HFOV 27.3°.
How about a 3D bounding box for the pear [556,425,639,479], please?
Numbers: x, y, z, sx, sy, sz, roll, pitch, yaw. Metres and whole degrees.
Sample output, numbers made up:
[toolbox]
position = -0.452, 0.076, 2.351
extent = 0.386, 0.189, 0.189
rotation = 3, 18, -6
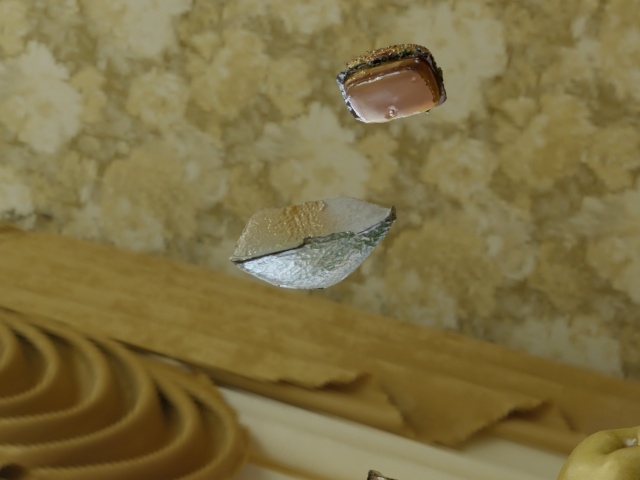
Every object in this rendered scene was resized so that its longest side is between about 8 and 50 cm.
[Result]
[pear]
position = 0.482, 0.417, 1.905
extent = 0.314, 0.314, 0.314
rotation = 15, -90, -72

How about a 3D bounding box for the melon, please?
[melon]
position = 0.001, 0.005, 1.570
extent = 0.139, 0.202, 0.093
rotation = 63, -162, -50

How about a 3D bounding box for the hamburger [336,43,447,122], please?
[hamburger]
position = 0.114, -0.250, 2.092
extent = 0.137, 0.165, 0.087
rotation = 63, -157, -43

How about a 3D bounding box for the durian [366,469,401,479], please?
[durian]
position = 0.097, 0.314, 1.658
extent = 0.130, 0.066, 0.052
rotation = 32, -144, -37
